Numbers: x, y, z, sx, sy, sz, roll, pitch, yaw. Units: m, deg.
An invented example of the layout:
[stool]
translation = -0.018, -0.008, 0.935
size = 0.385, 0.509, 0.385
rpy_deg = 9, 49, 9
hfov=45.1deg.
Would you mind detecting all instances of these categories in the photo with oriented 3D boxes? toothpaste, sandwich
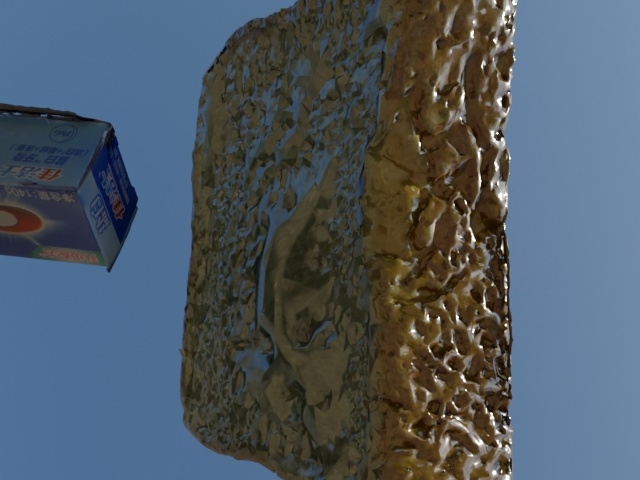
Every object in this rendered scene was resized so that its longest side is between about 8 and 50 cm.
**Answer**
[toothpaste]
translation = -0.234, -0.035, 0.385
size = 0.272, 0.066, 0.053
rpy_deg = 6, -130, 6
[sandwich]
translation = 0.000, 0.000, 0.484
size = 0.271, 0.099, 0.301
rpy_deg = -2, -95, 53
